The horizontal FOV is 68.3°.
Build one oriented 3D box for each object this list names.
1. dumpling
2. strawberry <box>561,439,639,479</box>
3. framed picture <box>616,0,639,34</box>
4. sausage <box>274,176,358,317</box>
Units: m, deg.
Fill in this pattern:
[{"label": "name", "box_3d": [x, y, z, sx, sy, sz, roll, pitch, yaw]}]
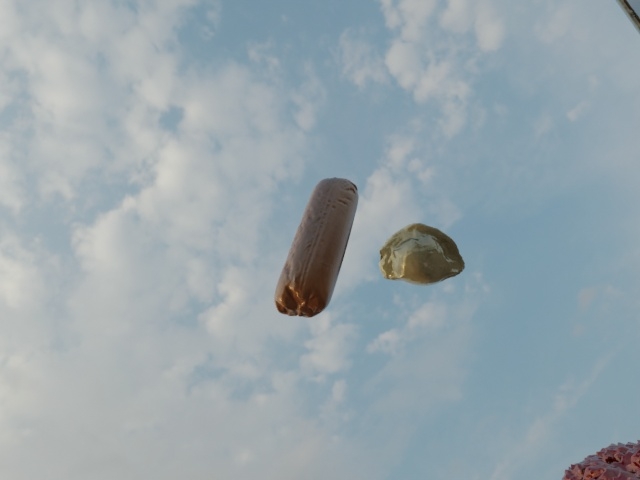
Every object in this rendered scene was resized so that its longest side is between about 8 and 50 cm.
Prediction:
[{"label": "dumpling", "box_3d": [0.242, 0.033, 1.132, 0.181, 0.111, 0.155, -5, -99, -22]}, {"label": "strawberry", "box_3d": [0.476, 0.401, 0.599, 0.292, 0.292, 0.343, -39, -17, 2]}, {"label": "framed picture", "box_3d": [0.296, -0.099, 0.341, 0.274, 0.217, 0.017, 42, -56, -16]}, {"label": "sausage", "box_3d": [0.001, -0.001, 0.748, 0.086, 0.289, 0.086, 9, -46, 10]}]
